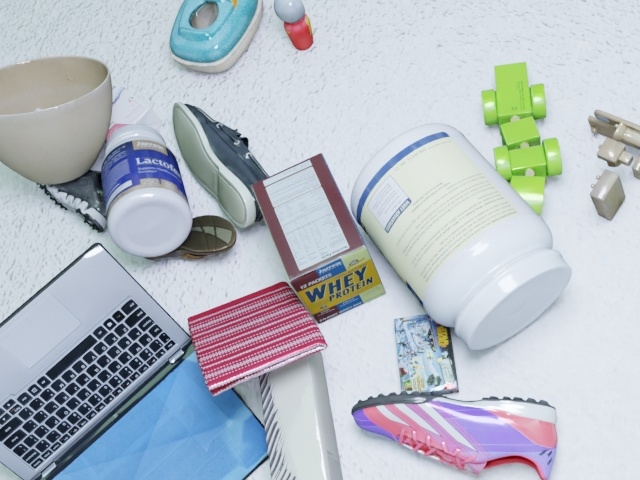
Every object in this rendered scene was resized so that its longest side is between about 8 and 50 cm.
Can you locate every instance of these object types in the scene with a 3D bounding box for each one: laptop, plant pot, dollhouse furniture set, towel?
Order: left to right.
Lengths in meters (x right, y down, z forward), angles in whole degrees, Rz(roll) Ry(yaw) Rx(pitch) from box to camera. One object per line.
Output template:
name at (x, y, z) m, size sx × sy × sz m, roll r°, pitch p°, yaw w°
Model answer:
plant pot at (-0.540, -0.224, 1.535) m, size 0.284 × 0.191 × 0.284 m, roll -3°, pitch 35°, yaw 2°
laptop at (-0.362, 0.296, 1.280) m, size 0.382 × 0.408 × 0.236 m, roll -42°, pitch 28°, yaw -8°
towel at (-0.113, 0.155, 1.290) m, size 0.199 × 0.031 × 0.275 m, roll -21°, pitch 22°, yaw -9°
dollhouse furniture set at (0.477, -0.136, 1.330) m, size 0.123 × 0.144 × 0.151 m, roll 32°, pitch 90°, yaw 31°

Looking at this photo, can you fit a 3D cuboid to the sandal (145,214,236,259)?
sandal at (-0.249, 0.008, 1.489) m, size 0.219 × 0.060 × 0.090 m, roll -12°, pitch 50°, yaw 26°

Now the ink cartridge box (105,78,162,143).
ink cartridge box at (-0.454, -0.276, 1.676) m, size 0.198 × 0.067 × 0.115 m, roll 36°, pitch 78°, yaw 27°

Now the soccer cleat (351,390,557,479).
soccer cleat at (0.201, 0.300, 1.196) m, size 0.318 × 0.108 × 0.116 m, roll 0°, pitch 68°, yaw 13°

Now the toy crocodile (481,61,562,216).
toy crocodile at (0.361, -0.187, 1.404) m, size 0.115 × 0.105 × 0.341 m, roll -9°, pitch 58°, yaw 11°

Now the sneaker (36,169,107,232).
sneaker at (-0.499, -0.109, 1.605) m, size 0.234 × 0.078 × 0.106 m, roll 31°, pitch 69°, yaw 25°

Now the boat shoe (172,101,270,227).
boat shoe at (-0.182, -0.164, 1.527) m, size 0.113 × 0.127 × 0.340 m, roll -19°, pitch 48°, yaw -28°

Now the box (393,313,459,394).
box at (0.176, 0.191, 1.297) m, size 0.094 × 0.027 × 0.137 m, roll -9°, pitch 62°, yaw 12°

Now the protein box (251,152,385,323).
protein box at (0.000, 0.000, 1.340) m, size 0.136 × 0.200 × 0.201 m, roll -25°, pitch 61°, yaw 2°

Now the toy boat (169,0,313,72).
toy boat at (-0.168, -0.483, 1.656) m, size 0.318 × 0.148 × 0.267 m, roll 10°, pitch 67°, yaw 20°

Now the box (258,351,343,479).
box at (-0.032, 0.302, 1.252) m, size 0.094 × 0.113 × 0.275 m, roll -16°, pitch 60°, yaw 9°

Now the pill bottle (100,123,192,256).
pill bottle at (-0.341, -0.104, 1.487) m, size 0.153 × 0.153 × 0.265 m, roll -26°, pitch 43°, yaw 1°

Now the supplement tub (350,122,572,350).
supplement tub at (0.224, -0.008, 1.266) m, size 0.235 × 0.235 × 0.325 m, roll -34°, pitch 61°, yaw -3°
